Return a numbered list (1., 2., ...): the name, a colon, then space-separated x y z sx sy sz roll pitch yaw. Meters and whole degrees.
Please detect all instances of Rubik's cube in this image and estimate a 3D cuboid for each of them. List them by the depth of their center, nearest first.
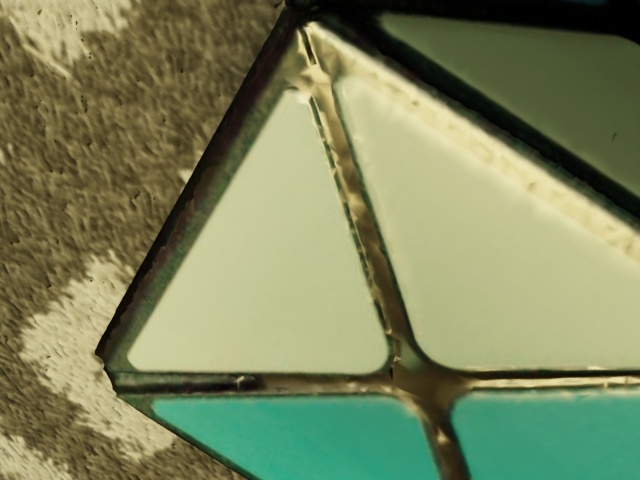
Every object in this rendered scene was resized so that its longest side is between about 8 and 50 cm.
1. Rubik's cube: 0.078 -0.014 0.537 0.246 0.250 0.248 31 133 -1
